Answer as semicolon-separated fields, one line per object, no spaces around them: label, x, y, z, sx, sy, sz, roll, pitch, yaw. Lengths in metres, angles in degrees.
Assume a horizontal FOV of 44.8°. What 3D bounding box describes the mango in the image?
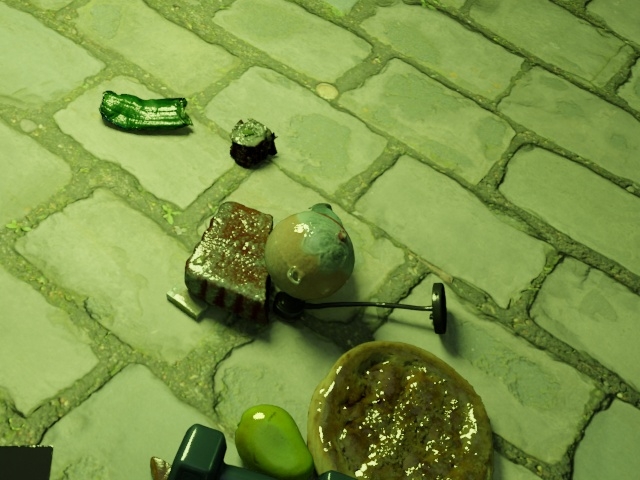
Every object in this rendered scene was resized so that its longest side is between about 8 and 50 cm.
mango;-0.088;0.372;1.400;0.117;0.089;0.163;-21;61;-23

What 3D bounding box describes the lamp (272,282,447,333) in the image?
lamp;0.094;0.117;1.609;0.371;0.109;0.130;11;49;-2

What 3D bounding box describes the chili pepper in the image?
chili pepper;-0.414;-0.306;1.854;0.224;0.061;0.098;7;67;-10

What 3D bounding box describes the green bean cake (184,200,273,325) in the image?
green bean cake;-0.163;0.042;1.621;0.198;0.097;0.233;20;52;1

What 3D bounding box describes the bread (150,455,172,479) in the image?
bread;-0.261;0.427;1.356;0.062;0.043;0.109;-9;55;-15

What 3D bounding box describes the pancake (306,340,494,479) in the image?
pancake;0.155;0.368;1.462;0.382;0.071;0.382;5;53;-7

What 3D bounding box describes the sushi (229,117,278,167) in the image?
sushi;-0.163;-0.229;1.831;0.098;0.084;0.094;32;57;16

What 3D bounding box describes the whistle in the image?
whistle;0.000;0.000;1.598;0.189;0.189;0.348;21;27;5

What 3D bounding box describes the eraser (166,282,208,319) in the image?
eraser;-0.273;0.124;1.590;0.083;0.019;0.038;33;54;14

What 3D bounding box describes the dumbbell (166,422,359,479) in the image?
dumbbell;-0.094;0.420;1.284;0.316;0.156;0.144;19;69;0

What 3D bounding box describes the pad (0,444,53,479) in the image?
pad;-0.563;0.484;1.282;0.202;0.005;0.300;1;54;-9
